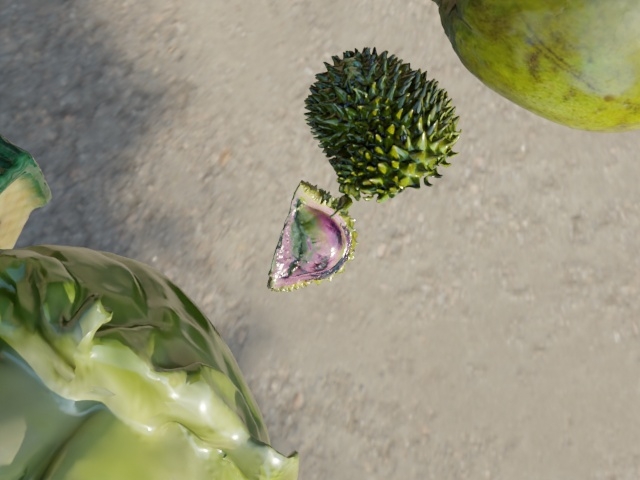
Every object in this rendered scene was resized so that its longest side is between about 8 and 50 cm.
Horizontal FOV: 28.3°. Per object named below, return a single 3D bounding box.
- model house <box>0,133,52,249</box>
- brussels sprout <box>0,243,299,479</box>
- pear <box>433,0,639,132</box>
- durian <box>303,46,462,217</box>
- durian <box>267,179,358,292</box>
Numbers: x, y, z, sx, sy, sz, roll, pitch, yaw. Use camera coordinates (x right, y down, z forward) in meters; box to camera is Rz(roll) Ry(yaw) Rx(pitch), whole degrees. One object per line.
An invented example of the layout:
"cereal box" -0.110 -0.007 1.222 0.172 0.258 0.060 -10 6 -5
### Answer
"model house" -0.511 -0.082 1.325 0.382 0.334 0.342 33 109 7
"brussels sprout" -0.201 0.220 0.762 0.425 0.361 0.342 -40 58 -5
"pear" 0.320 -0.299 1.387 0.414 0.352 0.351 -7 107 -1
"durian" 0.052 -0.119 1.164 0.137 0.220 0.095 -20 131 11
"durian" 0.003 0.002 1.815 0.108 0.119 0.186 20 112 10
